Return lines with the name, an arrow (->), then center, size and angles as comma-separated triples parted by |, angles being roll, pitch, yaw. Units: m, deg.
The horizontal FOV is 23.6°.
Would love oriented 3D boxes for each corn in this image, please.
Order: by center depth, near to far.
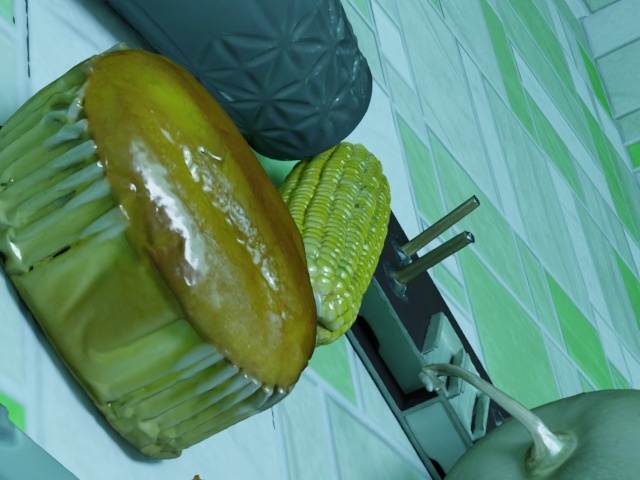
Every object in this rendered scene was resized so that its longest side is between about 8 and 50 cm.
corn -> 0.000, 0.000, 0.991 | 0.081, 0.081, 0.248 | 60, 19, -14

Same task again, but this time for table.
table -> 0.109, 0.081, 1.138 | 0.240, 0.111, 0.121 | 59, 20, -17

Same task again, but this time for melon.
melon -> 0.195, 0.231, 0.966 | 0.308, 0.272, 0.271 | 55, 20, -46

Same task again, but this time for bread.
bread -> -0.078, 0.003, 0.743 | 0.190, 0.114, 0.132 | 55, 23, -13

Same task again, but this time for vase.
vase -> -0.074, -0.182, 0.957 | 0.251, 0.156, 0.301 | 47, -4, 43

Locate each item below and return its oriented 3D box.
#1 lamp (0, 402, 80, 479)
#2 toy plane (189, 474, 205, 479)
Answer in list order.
lamp -> -0.145, 0.066, 0.231 | 0.269, 0.047, 0.266 | 31, 21, 33
toy plane -> -0.061, 0.173, 0.659 | 0.188, 0.062, 0.135 | -6, 71, -56
